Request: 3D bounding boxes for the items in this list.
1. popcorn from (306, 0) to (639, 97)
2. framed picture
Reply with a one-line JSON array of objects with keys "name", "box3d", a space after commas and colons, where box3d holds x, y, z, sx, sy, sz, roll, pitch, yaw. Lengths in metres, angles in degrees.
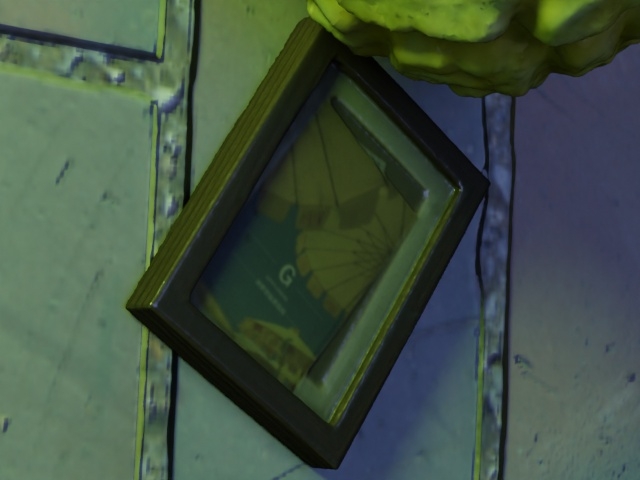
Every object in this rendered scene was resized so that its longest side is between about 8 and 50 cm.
[{"name": "popcorn", "box3d": [0.078, -0.195, 0.799, 0.270, 0.224, 0.258, -23, 75, -21]}, {"name": "framed picture", "box3d": [0.000, 0.000, 0.846, 0.128, 0.023, 0.168, 43, 63, -28]}]
